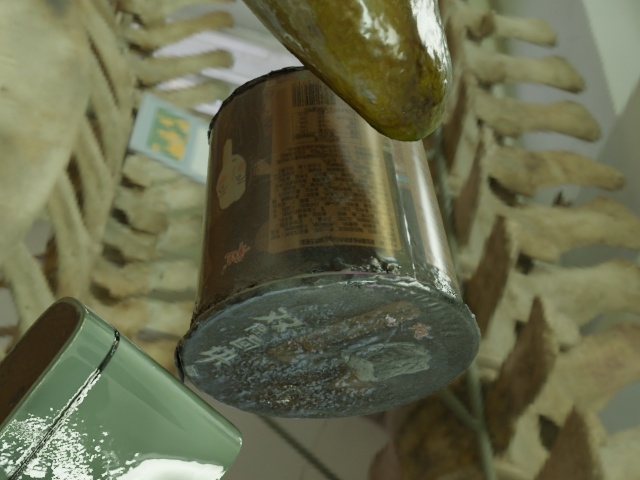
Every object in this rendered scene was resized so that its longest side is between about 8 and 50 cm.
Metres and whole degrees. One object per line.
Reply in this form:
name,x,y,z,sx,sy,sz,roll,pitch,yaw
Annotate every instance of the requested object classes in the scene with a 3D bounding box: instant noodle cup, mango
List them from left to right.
mango,-0.007,-0.205,0.730,0.316,0.146,0.193,66,15,-5
instant noodle cup,0.000,0.000,0.876,0.217,0.217,0.207,116,-25,-54

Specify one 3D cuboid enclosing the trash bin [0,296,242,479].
trash bin,-0.125,0.113,0.644,0.116,0.130,0.059,-52,-148,-9
